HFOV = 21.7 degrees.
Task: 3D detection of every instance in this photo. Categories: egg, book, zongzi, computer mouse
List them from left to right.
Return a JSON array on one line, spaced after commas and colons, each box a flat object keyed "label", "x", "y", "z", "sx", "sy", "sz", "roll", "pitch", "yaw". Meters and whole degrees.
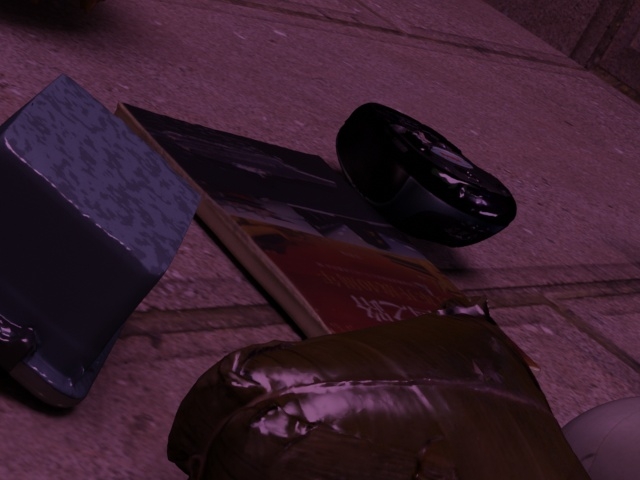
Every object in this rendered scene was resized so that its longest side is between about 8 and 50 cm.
[{"label": "book", "x": 0.000, "y": 0.000, "z": 1.491, "sx": 0.263, "sy": 0.028, "sz": 0.374, "roll": 13, "pitch": 23, "yaw": -44}, {"label": "computer mouse", "x": 0.099, "y": -0.056, "z": 1.680, "sx": 0.137, "sy": 0.096, "sz": 0.233, "roll": 26, "pitch": 11, "yaw": -32}, {"label": "zongzi", "x": 0.079, "y": 0.180, "z": 0.975, "sx": 0.274, "sy": 0.145, "sz": 0.300, "roll": -6, "pitch": 52, "yaw": -51}, {"label": "egg", "x": 0.228, "y": 0.180, "z": 1.133, "sx": 0.151, "sy": 0.151, "sz": 0.209, "roll": 17, "pitch": -4, "yaw": -31}]

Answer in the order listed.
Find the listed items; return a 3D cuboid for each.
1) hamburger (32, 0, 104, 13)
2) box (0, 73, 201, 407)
[{"label": "hamburger", "x": -0.308, "y": -0.378, "z": 1.699, "sx": 0.445, "sy": 0.287, "sz": 0.268, "roll": 11, "pitch": -15, "yaw": -40}, {"label": "box", "x": -0.175, "y": -0.006, "z": 1.078, "sx": 0.162, "sy": 0.130, "sz": 0.227, "roll": 42, "pitch": 17, "yaw": -9}]
